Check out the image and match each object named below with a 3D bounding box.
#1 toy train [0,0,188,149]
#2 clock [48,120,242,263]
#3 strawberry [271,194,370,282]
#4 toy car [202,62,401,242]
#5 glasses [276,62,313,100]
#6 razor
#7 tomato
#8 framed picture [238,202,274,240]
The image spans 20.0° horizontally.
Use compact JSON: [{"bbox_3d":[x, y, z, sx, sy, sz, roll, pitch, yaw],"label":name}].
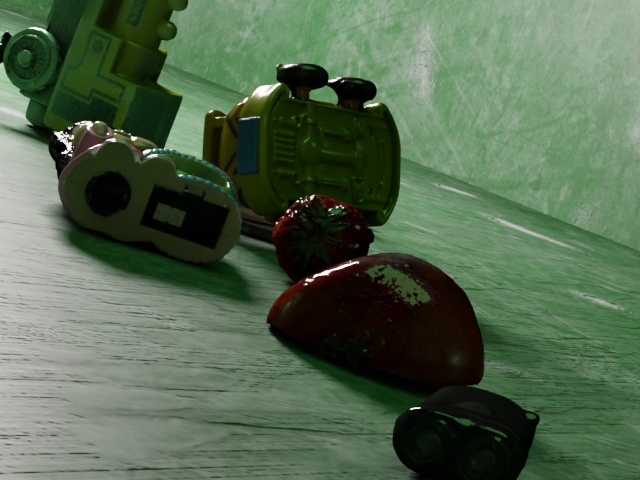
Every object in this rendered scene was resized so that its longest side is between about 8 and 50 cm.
[{"bbox_3d":[-0.257,-0.296,2.333,0.237,0.369,0.150,26,10,27],"label":"toy train"},{"bbox_3d":[-0.177,-0.053,1.816,0.194,0.100,0.195,20,9,-18],"label":"clock"},{"bbox_3d":[0.000,0.001,1.854,0.106,0.106,0.106,19,7,-2],"label":"strawberry"},{"bbox_3d":[-0.025,-0.092,2.084,0.142,0.200,0.248,-3,-10,41],"label":"toy car"},{"bbox_3d":[-0.038,-0.124,2.493,0.239,0.207,0.102,22,44,36],"label":"glasses"},{"bbox_3d":[0.101,0.138,1.260,0.090,0.054,0.148,20,7,11],"label":"razor"},{"bbox_3d":[0.059,0.058,1.571,0.189,0.099,0.173,20,9,21],"label":"tomato"},{"bbox_3d":[-0.071,-0.020,2.143,0.203,0.015,0.150,18,8,-11],"label":"framed picture"}]
